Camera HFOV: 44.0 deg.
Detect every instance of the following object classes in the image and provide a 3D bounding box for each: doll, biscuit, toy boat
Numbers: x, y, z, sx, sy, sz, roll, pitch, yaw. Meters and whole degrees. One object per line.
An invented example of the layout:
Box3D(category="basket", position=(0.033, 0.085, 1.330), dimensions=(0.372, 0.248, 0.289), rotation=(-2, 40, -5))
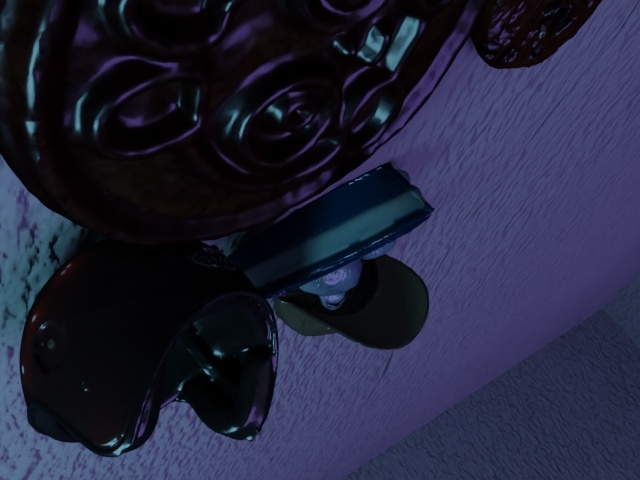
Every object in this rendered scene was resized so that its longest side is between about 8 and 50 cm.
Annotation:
Box3D(category="doll", position=(0.033, -0.012, 0.917), dimensions=(0.180, 0.075, 0.120), rotation=(-46, 117, -14))
Box3D(category="biscuit", position=(-0.025, -0.146, 0.530), dimensions=(0.407, 0.091, 0.407), rotation=(-31, 157, -15))
Box3D(category="biscuit", position=(0.229, -0.247, 0.778), dimensions=(0.192, 0.049, 0.192), rotation=(-34, 154, -19))
Box3D(category="toy boat", position=(0.000, 0.000, 0.748), dimensions=(0.096, 0.062, 0.299), rotation=(-17, 173, -37))

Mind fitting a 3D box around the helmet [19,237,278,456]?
Box3D(category="helmet", position=(-0.143, 0.089, 0.657), dimensions=(0.216, 0.193, 0.189), rotation=(-36, 157, 21))

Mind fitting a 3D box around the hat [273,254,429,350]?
Box3D(category="hat", position=(0.047, 0.098, 1.009), dimensions=(0.166, 0.173, 0.144), rotation=(-28, 149, -21))
